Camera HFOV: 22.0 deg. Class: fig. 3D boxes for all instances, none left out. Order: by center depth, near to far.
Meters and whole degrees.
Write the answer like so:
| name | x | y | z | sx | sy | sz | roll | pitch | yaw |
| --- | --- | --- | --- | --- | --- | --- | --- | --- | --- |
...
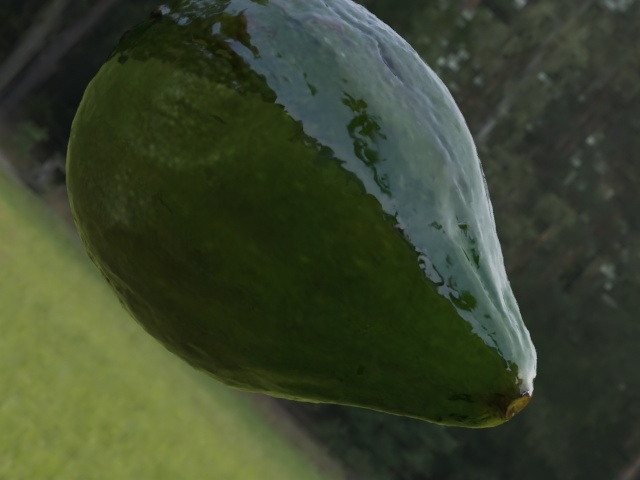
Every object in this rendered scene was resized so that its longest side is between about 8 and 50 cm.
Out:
| name | x | y | z | sx | sy | sz | roll | pitch | yaw |
| --- | --- | --- | --- | --- | --- | --- | --- | --- | --- |
| fig | 0.000 | 0.000 | 0.498 | 0.156 | 0.123 | 0.123 | 51 | 0 | 34 |
